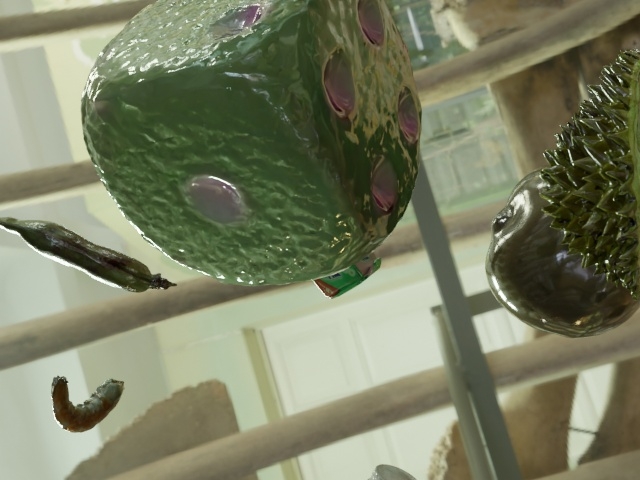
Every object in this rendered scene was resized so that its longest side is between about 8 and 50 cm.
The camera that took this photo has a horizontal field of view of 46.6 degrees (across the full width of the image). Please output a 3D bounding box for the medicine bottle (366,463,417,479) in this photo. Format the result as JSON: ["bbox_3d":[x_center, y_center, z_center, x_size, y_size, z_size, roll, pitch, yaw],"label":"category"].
[{"bbox_3d":[0.105,0.644,1.581,0.124,0.179,0.324,-46,-22,-78],"label":"medicine bottle"}]

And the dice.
[{"bbox_3d":[-0.070,-0.156,0.937,0.322,0.319,0.330,61,-144,-37],"label":"dice"}]

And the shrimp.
[{"bbox_3d":[-0.489,0.314,1.544,0.161,0.049,0.166,-48,-45,-35],"label":"shrimp"}]

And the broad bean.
[{"bbox_3d":[-0.413,0.023,1.288,0.061,0.339,0.077,-65,6,-7],"label":"broad bean"}]

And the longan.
[{"bbox_3d":[0.506,0.013,1.510,0.361,0.361,0.360,-17,-90,-85],"label":"longan"}]

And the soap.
[{"bbox_3d":[0.002,-0.001,1.783,0.273,0.098,0.218,53,143,-1],"label":"soap"}]

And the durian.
[{"bbox_3d":[0.424,-0.123,0.999,0.163,0.198,0.394,120,174,-61],"label":"durian"}]
